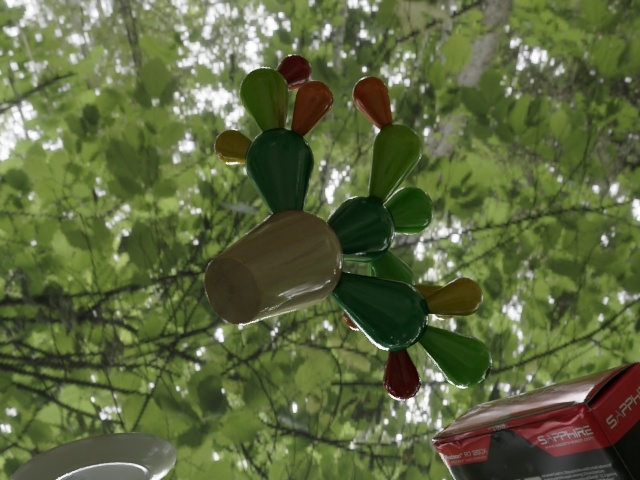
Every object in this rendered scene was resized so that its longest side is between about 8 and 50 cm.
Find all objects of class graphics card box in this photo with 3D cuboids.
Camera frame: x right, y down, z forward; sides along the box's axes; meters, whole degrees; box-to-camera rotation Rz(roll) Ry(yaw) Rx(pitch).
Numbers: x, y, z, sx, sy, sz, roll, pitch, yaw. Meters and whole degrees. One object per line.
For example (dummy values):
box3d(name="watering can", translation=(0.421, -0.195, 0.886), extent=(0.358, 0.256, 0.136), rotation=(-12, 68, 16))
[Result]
box3d(name="graphics card box", translation=(0.291, 0.310, 0.855), extent=(0.094, 0.233, 0.371), rotation=(-29, -93, -36))

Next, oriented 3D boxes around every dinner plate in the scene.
box3d(name="dinner plate", translation=(-0.191, 0.203, 0.761), extent=(0.141, 0.141, 0.017), rotation=(-14, -125, -9))

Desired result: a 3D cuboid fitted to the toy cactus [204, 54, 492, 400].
box3d(name="toy cactus", translation=(0.000, 0.000, 0.483), extent=(0.180, 0.112, 0.219), rotation=(-25, -92, -53))
